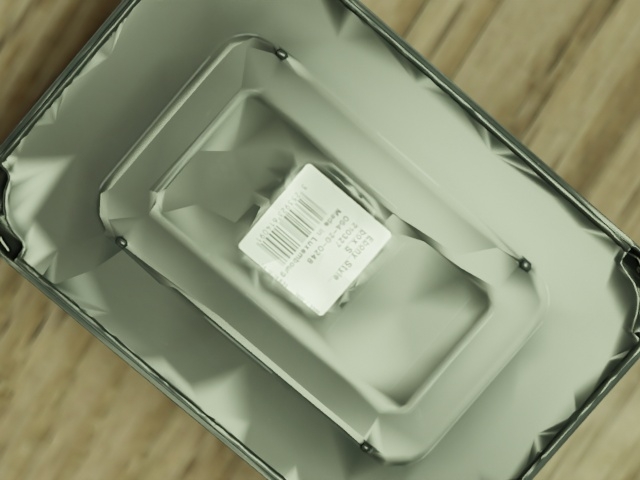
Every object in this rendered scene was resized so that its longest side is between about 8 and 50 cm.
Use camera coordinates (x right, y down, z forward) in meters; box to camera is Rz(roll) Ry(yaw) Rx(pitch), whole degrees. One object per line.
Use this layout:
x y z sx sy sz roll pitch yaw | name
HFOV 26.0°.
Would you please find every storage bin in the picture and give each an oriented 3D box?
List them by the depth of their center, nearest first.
0.000 0.000 0.435 0.180 0.084 0.122 40 93 -6 | storage bin
